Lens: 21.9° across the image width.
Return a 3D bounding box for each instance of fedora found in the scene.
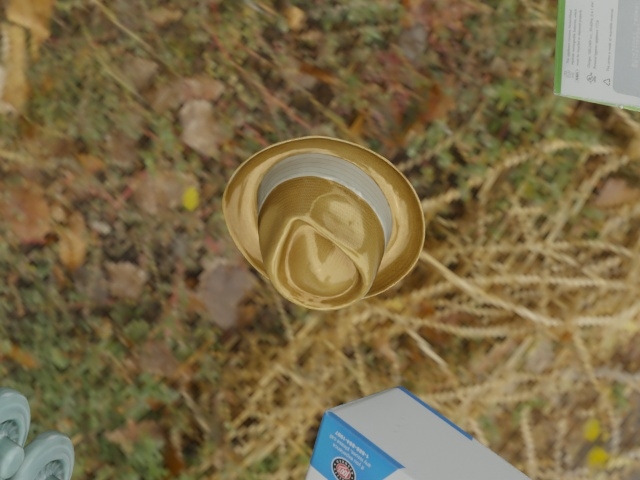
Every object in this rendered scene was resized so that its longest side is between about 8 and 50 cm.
[{"bbox_3d":[0.000,0.000,1.449,0.194,0.079,0.194,4,132,4],"label":"fedora"}]

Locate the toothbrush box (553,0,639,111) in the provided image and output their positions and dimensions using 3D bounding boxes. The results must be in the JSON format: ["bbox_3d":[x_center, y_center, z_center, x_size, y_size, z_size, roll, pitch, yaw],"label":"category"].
[{"bbox_3d":[0.274,-0.238,1.177,0.283,0.122,0.206,-44,140,-47],"label":"toothbrush box"}]

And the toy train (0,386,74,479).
[{"bbox_3d":[-0.262,0.149,0.962,0.190,0.142,0.334,-59,162,-16],"label":"toy train"}]

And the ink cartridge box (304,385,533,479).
[{"bbox_3d":[0.056,0.232,1.182,0.086,0.148,0.203,-16,130,-45],"label":"ink cartridge box"}]
